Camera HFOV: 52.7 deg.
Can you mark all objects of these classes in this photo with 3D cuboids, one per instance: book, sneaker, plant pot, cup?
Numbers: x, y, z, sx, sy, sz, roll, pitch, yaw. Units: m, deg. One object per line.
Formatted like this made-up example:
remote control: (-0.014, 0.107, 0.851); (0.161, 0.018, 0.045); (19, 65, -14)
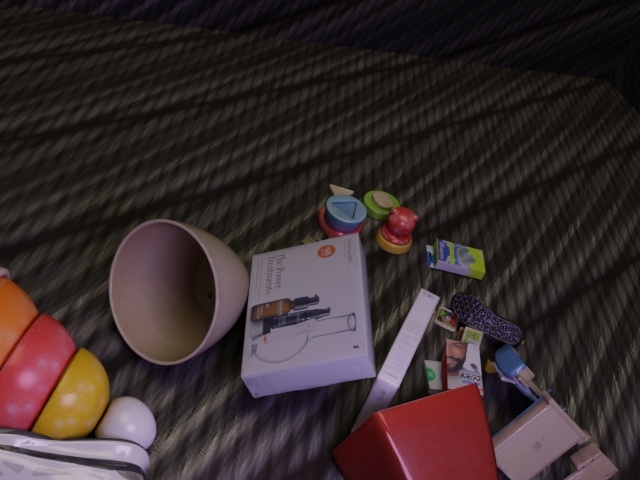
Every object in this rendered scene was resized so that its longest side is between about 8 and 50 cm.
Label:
book: (0.345, 0.365, 1.697); (0.144, 0.035, 0.096); (7, 41, -8)
sneaker: (-0.535, 0.487, 1.144); (0.447, 0.169, 0.257); (6, 41, -17)
plant pot: (0.220, 0.486, 1.366); (0.267, 0.267, 0.236); (-9, 60, -27)
sneaker: (0.474, 0.235, 1.854); (0.234, 0.084, 0.097); (35, 0, 12)
cup: (-0.306, 0.115, 1.561); (0.331, 0.331, 0.237); (39, 19, 23)

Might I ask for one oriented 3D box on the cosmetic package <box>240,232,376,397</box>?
cosmetic package: (-0.027, 0.165, 1.518); (0.284, 0.097, 0.377); (-11, 42, 9)

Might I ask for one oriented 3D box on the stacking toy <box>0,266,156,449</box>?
stacking toy: (-0.557, 0.307, 1.303); (0.480, 0.350, 0.351); (32, 40, -12)

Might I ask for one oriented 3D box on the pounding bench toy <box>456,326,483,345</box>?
pounding bench toy: (0.405, 0.285, 1.785); (0.052, 0.065, 0.083); (19, 80, 0)

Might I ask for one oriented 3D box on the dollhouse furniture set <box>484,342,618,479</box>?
dollhouse furniture set: (0.520, 0.460, 1.624); (0.286, 0.198, 0.303); (46, 10, -12)

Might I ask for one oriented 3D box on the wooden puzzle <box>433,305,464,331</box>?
wooden puzzle: (0.365, 0.225, 1.866); (0.116, 0.014, 0.078); (22, 41, 4)

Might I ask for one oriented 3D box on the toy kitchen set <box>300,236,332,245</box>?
toy kitchen set: (0.000, 0.000, 1.934); (0.083, 0.075, 0.068); (39, 44, 17)

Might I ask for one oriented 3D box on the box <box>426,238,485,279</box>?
box: (0.428, 0.057, 2.050); (0.178, 0.042, 0.109); (14, 41, -6)

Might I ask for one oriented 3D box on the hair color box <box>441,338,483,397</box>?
hair color box: (0.363, 0.338, 1.666); (0.093, 0.053, 0.167); (11, 38, 0)

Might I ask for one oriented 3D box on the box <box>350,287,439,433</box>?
box: (0.182, 0.296, 1.559); (0.058, 0.232, 0.322); (27, 43, 11)

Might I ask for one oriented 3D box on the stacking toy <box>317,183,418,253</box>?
stacking toy: (0.155, -0.113, 2.071); (0.309, 0.130, 0.279); (10, 42, -9)
